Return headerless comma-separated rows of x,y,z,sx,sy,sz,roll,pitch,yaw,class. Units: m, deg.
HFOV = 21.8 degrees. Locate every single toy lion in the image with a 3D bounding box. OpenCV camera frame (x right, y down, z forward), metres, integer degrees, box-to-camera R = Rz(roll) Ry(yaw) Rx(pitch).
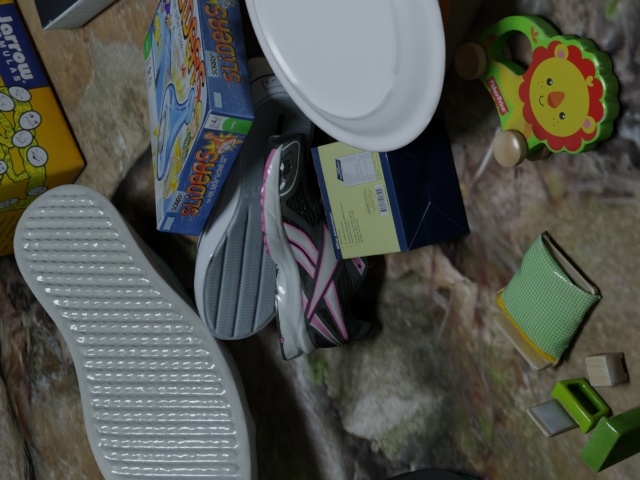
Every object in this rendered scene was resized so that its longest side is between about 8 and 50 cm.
0.138,-0.096,1.020,0.096,0.034,0.100,-36,72,46,toy lion

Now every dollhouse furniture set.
0.150,0.073,1.038,0.151,0.059,0.076,51,138,30,dollhouse furniture set

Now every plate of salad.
0.017,-0.154,1.069,0.200,0.048,0.200,35,139,37,plate of salad

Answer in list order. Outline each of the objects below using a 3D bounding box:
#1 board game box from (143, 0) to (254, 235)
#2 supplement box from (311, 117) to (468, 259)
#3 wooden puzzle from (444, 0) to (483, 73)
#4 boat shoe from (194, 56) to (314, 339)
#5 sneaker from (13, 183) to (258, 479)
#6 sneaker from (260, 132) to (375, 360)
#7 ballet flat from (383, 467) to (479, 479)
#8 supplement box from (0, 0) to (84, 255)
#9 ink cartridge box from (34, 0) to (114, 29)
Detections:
-0.095,-0.123,1.257,0.136,0.035,0.201,119,152,-44,board game box
0.047,-0.034,1.142,0.083,0.056,0.083,-8,95,55,supplement box
0.032,-0.244,1.096,0.238,0.044,0.221,54,140,27,wooden puzzle
-0.049,-0.033,1.275,0.076,0.083,0.226,-115,36,-54,boat shoe
-0.130,0.110,1.390,0.366,0.135,0.150,62,-173,34,sneaker
0.000,0.000,1.207,0.072,0.077,0.178,-93,-4,-59,sneaker
0.022,0.236,1.244,0.280,0.096,0.095,-27,80,54,ballet flat
-0.437,-0.075,1.536,0.195,0.356,0.194,-43,68,52,supplement box
-0.207,-0.305,1.406,0.208,0.045,0.206,-22,84,54,ink cartridge box
